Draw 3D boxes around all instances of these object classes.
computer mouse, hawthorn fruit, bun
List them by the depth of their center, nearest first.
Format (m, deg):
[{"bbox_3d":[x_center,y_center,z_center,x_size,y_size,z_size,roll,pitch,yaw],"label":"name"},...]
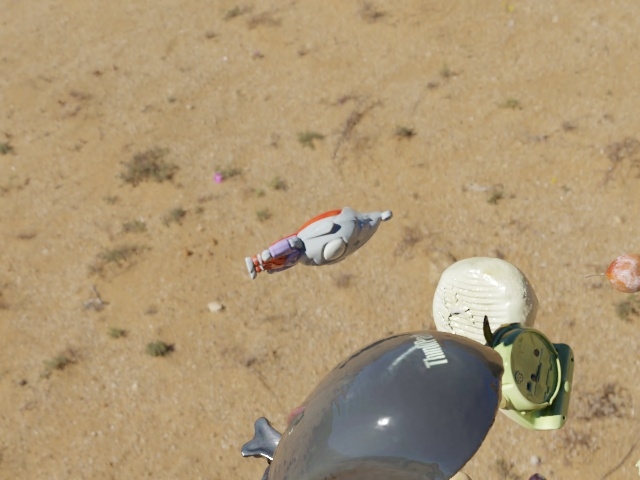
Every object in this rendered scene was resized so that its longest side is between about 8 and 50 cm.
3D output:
[{"bbox_3d":[0.048,0.168,0.811,0.269,0.100,0.170,-34,15,38],"label":"computer mouse"},{"bbox_3d":[0.480,0.052,1.346,0.103,0.067,0.067,4,44,22],"label":"hawthorn fruit"},{"bbox_3d":[0.380,0.155,1.901,0.168,0.273,0.273,-20,37,-37],"label":"bun"}]

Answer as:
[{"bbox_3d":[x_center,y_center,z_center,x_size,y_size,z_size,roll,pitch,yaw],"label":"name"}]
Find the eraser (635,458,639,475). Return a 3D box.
[{"bbox_3d":[0.366,0.249,0.725,0.117,0.058,0.172,-4,57,-40],"label":"eraser"}]

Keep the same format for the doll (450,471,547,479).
[{"bbox_3d":[0.243,0.482,1.197,0.209,0.339,0.318,-32,48,43],"label":"doll"}]

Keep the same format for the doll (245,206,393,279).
[{"bbox_3d":[0.000,0.000,1.216,0.227,0.102,0.075,-19,74,-7],"label":"doll"}]

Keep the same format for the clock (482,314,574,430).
[{"bbox_3d":[0.350,0.225,1.476,0.069,0.232,0.170,-21,45,51],"label":"clock"}]

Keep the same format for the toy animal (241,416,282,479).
[{"bbox_3d":[-0.032,0.358,1.239,0.121,0.210,0.117,13,67,29],"label":"toy animal"}]
